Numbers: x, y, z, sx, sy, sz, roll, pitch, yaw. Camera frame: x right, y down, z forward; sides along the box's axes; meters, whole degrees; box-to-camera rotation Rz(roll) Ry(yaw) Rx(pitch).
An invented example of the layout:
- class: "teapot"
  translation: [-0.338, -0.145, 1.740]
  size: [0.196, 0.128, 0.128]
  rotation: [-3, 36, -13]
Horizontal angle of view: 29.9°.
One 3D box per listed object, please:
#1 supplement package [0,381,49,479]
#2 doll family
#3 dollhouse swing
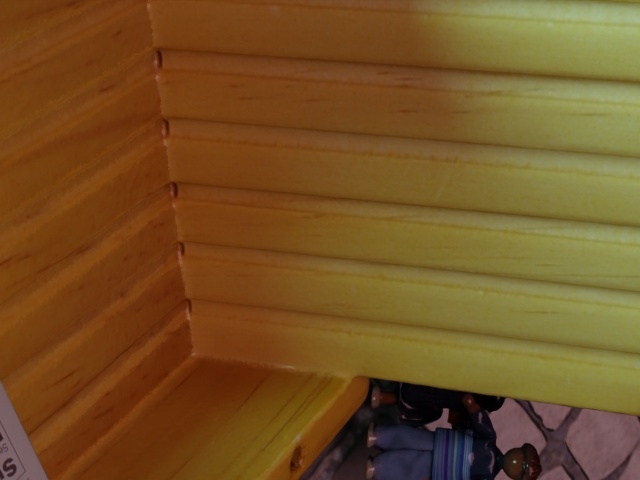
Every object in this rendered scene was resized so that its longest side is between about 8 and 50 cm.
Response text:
- class: "supplement package"
  translation: [-0.254, 0.115, 0.397]
  size: [0.204, 0.262, 0.145]
  rotation: [-47, 123, -49]
- class: "doll family"
  translation: [0.088, 0.082, 0.769]
  size: [0.111, 0.076, 0.193]
  rotation: [3, 103, 6]
- class: "dollhouse swing"
  translation: [0.000, 0.000, 0.507]
  size: [0.315, 0.305, 0.346]
  rotation: [-43, 140, -46]
